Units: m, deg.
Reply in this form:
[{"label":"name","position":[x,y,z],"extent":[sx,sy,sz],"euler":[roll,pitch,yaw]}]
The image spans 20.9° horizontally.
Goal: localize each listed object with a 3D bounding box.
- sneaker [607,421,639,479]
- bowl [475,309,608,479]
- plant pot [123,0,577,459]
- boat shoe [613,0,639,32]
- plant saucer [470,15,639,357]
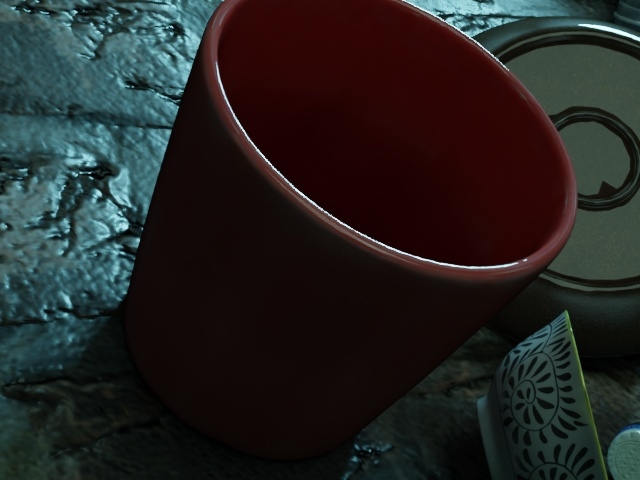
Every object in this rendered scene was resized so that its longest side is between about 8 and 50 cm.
[{"label":"sneaker","position":[0.248,0.204,1.255],"extent":[0.084,0.058,0.152],"euler":[-14,84,-74]},{"label":"bowl","position":[0.157,0.140,1.230],"extent":[0.080,0.170,0.170],"euler":[-14,45,7]},{"label":"plant pot","position":[0.000,0.000,1.168],"extent":[0.275,0.243,0.275],"euler":[19,40,-16]},{"label":"boat shoe","position":[0.450,-0.249,1.884],"extent":[0.320,0.103,0.118],"euler":[7,25,-37]},{"label":"plant saucer","position":[0.216,-0.058,1.422],"extent":[0.310,0.050,0.311],"euler":[3,66,-6]}]
